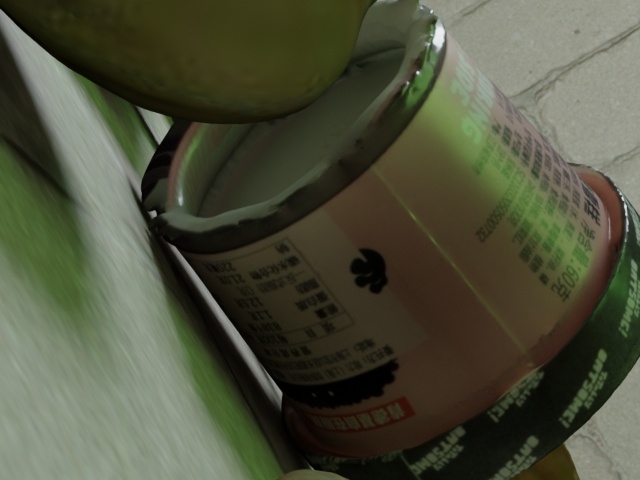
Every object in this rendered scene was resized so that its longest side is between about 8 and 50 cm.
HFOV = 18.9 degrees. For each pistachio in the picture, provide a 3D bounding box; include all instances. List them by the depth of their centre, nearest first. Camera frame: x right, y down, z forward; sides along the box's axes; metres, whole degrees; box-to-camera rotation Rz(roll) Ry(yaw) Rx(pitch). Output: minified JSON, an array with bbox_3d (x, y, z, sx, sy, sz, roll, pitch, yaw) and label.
[{"bbox_3d":[-0.062,-0.153,0.560,0.293,0.181,0.162,64,-33,27],"label":"pistachio"}]

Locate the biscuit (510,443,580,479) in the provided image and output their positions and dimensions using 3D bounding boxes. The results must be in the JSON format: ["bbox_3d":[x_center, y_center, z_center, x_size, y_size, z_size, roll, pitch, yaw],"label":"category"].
[{"bbox_3d":[0.066,0.086,1.002,0.269,0.051,0.376,45,-22,62],"label":"biscuit"}]

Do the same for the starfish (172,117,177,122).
[{"bbox_3d":[-0.029,-0.024,0.859,0.238,0.057,0.213,60,-5,-10],"label":"starfish"}]

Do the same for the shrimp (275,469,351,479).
[{"bbox_3d":[0.072,0.172,0.467,0.289,0.075,0.178,61,11,14],"label":"shrimp"}]

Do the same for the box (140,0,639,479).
[{"bbox_3d":[0.023,-0.001,0.678,0.135,0.151,0.151,49,7,-26],"label":"box"}]
